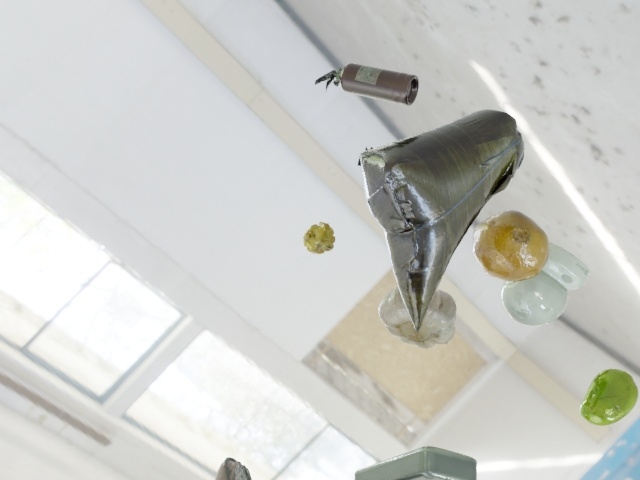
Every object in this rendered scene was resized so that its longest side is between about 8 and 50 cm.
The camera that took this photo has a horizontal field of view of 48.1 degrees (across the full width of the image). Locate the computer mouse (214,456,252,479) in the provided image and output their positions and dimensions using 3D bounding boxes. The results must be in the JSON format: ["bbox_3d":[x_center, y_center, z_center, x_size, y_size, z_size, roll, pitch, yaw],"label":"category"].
[{"bbox_3d":[-0.301,0.952,2.525,0.199,0.115,0.388,-27,-76,-74],"label":"computer mouse"}]

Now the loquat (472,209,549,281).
[{"bbox_3d":[0.481,0.019,1.825,0.187,0.176,0.234,58,171,6],"label":"loquat"}]

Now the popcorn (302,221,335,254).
[{"bbox_3d":[0.000,0.000,1.792,0.084,0.084,0.084,44,180,0],"label":"popcorn"}]

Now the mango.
[{"bbox_3d":[0.748,0.408,1.849,0.117,0.163,0.089,24,164,30],"label":"mango"}]

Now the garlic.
[{"bbox_3d":[0.277,0.167,1.937,0.219,0.212,0.218,12,144,9],"label":"garlic"}]

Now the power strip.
[{"bbox_3d":[0.204,0.464,1.382,0.194,0.059,0.265,21,145,-22],"label":"power strip"}]

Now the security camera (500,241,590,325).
[{"bbox_3d":[0.632,0.136,2.058,0.195,0.236,0.194,34,178,1],"label":"security camera"}]

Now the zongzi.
[{"bbox_3d":[0.308,-0.055,1.624,0.208,0.404,0.431,18,128,60],"label":"zongzi"}]

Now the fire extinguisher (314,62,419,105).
[{"bbox_3d":[0.102,-0.358,1.646,0.231,0.099,0.071,16,142,21],"label":"fire extinguisher"}]
